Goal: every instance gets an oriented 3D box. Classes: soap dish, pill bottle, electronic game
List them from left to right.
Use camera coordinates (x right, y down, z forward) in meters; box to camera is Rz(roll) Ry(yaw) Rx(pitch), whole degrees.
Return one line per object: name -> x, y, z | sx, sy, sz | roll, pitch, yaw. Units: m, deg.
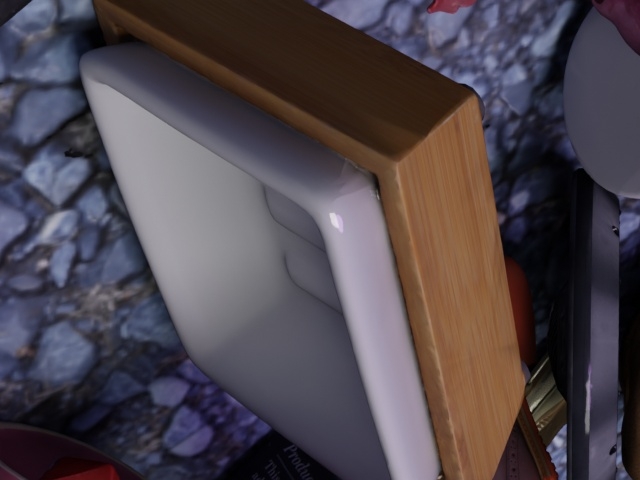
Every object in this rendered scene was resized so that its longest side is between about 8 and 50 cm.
soap dish -> 0.000, 0.000, 0.953 | 0.118, 0.229, 0.291 | -40, 140, -23
electronic game -> 0.173, 0.066, 1.134 | 0.048, 0.229, 0.229 | 1, 134, 10
pill bottle -> 0.306, -0.092, 1.113 | 0.283, 0.161, 0.161 | 1, 125, -34

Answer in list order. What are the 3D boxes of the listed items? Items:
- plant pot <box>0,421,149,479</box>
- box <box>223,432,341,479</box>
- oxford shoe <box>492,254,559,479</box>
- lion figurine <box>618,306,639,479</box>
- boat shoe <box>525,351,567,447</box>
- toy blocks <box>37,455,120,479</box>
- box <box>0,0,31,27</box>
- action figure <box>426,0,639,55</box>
plant pot -> -0.185, 0.218, 1.044 | 0.201, 0.201, 0.180 | 18, 99, -42
box -> -0.043, 0.370, 1.240 | 0.395, 0.212, 0.293 | -41, 137, 4
oxford shoe -> 0.087, 0.134, 1.113 | 0.098, 0.271, 0.097 | 9, 151, -29
lion figurine -> 0.259, 0.095, 1.176 | 0.392, 0.142, 0.240 | -26, 137, -64
boat shoe -> 0.152, 0.130, 1.294 | 0.153, 0.048, 0.056 | -48, 149, 20
toy blocks -> -0.276, 0.142, 0.840 | 0.261, 0.381, 0.191 | -54, 178, 15
box -> -0.162, -0.188, 0.777 | 0.180, 0.077, 0.147 | -40, 138, 2
action figure -> 0.218, -0.209, 0.919 | 0.370, 0.275, 0.248 | -8, 120, 24
